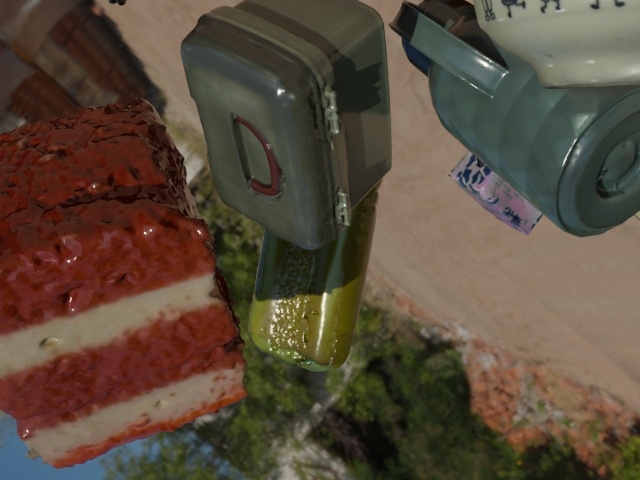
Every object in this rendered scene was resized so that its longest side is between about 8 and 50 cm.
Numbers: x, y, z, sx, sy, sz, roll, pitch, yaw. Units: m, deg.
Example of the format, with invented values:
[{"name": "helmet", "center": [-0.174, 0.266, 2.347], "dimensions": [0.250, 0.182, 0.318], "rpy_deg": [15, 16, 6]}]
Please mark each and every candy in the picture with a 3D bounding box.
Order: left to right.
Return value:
[{"name": "candy", "center": [0.288, -0.082, 1.473], "dimensions": [0.160, 0.073, 0.092], "rpy_deg": [35, -176, -41]}]

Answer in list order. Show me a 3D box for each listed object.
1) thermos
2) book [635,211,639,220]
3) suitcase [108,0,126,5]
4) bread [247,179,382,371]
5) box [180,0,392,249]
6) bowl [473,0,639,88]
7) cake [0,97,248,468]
[{"name": "thermos", "center": [0.167, -0.138, 0.817], "dimensions": [0.182, 0.145, 0.286], "rpy_deg": [14, -156, -44]}, {"name": "book", "center": [0.371, -0.010, 0.860], "dimensions": [0.198, 0.139, 0.016], "rpy_deg": [-116, 30, -45]}, {"name": "suitcase", "center": [-0.344, -0.472, 1.300], "dimensions": [0.194, 0.234, 0.143], "rpy_deg": [14, 177, 23]}, {"name": "bread", "center": [0.000, 0.000, 1.311], "dimensions": [0.166, 0.383, 0.112], "rpy_deg": [18, -162, 25]}, {"name": "box", "center": [-0.021, -0.108, 0.785], "dimensions": [0.148, 0.129, 0.210], "rpy_deg": [30, 148, 29]}, {"name": "bowl", "center": [0.192, -0.154, 0.531], "dimensions": [0.238, 0.126, 0.238], "rpy_deg": [-3, -172, 0]}, {"name": "cake", "center": [-0.246, 0.046, 1.025], "dimensions": [0.269, 0.270, 0.319], "rpy_deg": [-116, 10, -49]}]
